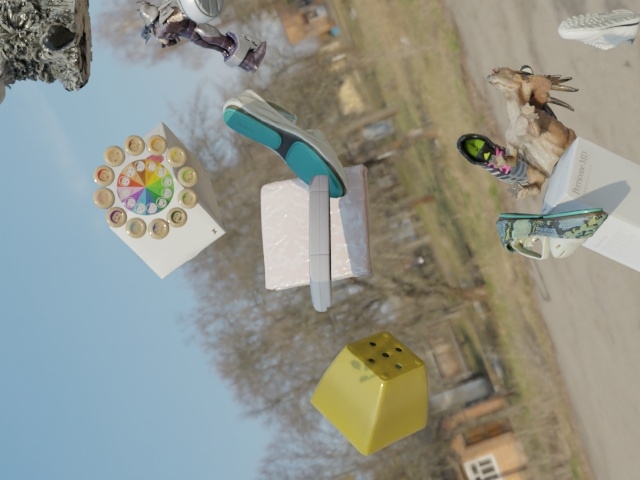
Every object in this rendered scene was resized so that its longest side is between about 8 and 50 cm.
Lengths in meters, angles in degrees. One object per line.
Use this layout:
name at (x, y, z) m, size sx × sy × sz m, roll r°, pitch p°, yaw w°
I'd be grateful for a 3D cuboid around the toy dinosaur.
toy dinosaur at (0.390, -0.170, 1.463) m, size 0.200 × 0.127 × 0.296 m, roll -41°, pitch -78°, yaw -43°

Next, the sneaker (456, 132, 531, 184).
sneaker at (0.324, -0.154, 1.611) m, size 0.170 × 0.063 × 0.074 m, roll 32°, pitch -166°, yaw 23°

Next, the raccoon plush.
raccoon plush at (-0.622, -0.459, 1.736) m, size 0.216 × 0.298 × 0.447 m, roll 98°, pitch 170°, yaw -57°

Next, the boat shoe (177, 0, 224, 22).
boat shoe at (-0.229, -0.493, 1.428) m, size 0.109 × 0.094 × 0.303 m, roll 10°, pitch -114°, yaw -55°

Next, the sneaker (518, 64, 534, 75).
sneaker at (0.444, -0.320, 1.832) m, size 0.044 × 0.040 × 0.109 m, roll -107°, pitch 5°, yaw -66°

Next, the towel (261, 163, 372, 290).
towel at (-0.012, -0.034, 2.414) m, size 0.053 × 0.331 × 0.317 m, roll 21°, pitch -118°, yaw -62°

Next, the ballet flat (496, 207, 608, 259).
ballet flat at (0.296, -0.007, 1.098) m, size 0.188 × 0.070 × 0.070 m, roll 0°, pitch 113°, yaw 68°

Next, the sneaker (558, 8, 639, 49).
sneaker at (0.749, -0.555, 2.310) m, size 0.090 × 0.234 × 0.095 m, roll -108°, pitch 14°, yaw -47°

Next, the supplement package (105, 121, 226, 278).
supplement package at (-0.343, -0.093, 1.869) m, size 0.175 × 0.177 × 0.293 m, roll 50°, pitch -173°, yaw -33°

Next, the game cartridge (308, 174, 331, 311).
game cartridge at (0.000, 0.000, 2.108) m, size 0.198 × 0.062 × 0.297 m, roll 78°, pitch -169°, yaw -60°

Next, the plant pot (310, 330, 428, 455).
plant pot at (0.132, 0.341, 2.036) m, size 0.212 × 0.212 × 0.187 m, roll 39°, pitch 130°, yaw 37°

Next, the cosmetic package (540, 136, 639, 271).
cosmetic package at (0.426, -0.035, 1.173) m, size 0.085 × 0.231 × 0.117 m, roll 118°, pitch 175°, yaw -56°

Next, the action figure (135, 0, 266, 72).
action figure at (-0.263, -0.446, 1.836) m, size 0.185 × 0.284 × 0.099 m, roll -8°, pitch 65°, yaw 61°

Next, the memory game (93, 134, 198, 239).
memory game at (-0.299, -0.093, 1.480) m, size 0.186 × 0.186 × 0.012 m, roll 69°, pitch 164°, yaw -2°

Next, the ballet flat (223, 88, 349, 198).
ballet flat at (-0.070, -0.273, 2.287) m, size 0.400 × 0.139 × 0.139 m, roll 35°, pitch -172°, yaw -2°
